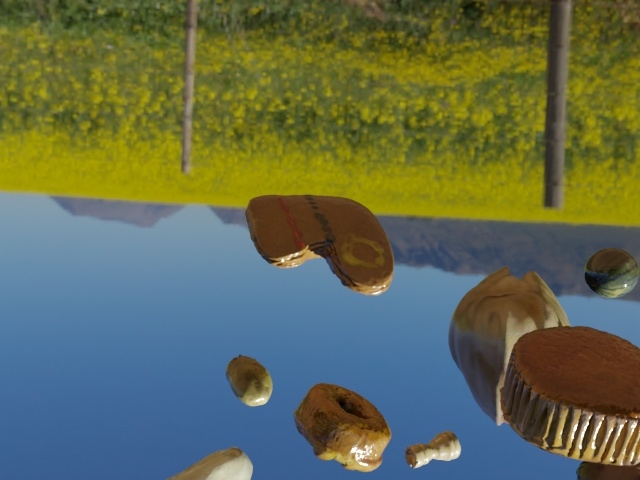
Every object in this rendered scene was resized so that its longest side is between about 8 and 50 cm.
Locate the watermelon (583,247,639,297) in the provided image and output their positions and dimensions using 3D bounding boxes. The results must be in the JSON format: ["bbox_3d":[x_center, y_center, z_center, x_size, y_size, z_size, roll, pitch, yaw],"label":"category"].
[{"bbox_3d":[0.614,0.063,1.759,0.133,0.105,0.105,-21,-165,-27],"label":"watermelon"}]

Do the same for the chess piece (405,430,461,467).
[{"bbox_3d":[0.256,0.483,1.938,0.122,0.066,0.066,-11,-170,-30],"label":"chess piece"}]

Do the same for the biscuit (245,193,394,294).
[{"bbox_3d":[0.000,-0.001,1.632,0.276,0.052,0.262,3,-140,-15],"label":"biscuit"}]

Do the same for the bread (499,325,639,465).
[{"bbox_3d":[0.326,0.183,1.047,0.199,0.104,0.199,4,-150,-2],"label":"bread"}]

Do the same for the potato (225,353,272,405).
[{"bbox_3d":[-0.145,0.282,1.721,0.091,0.070,0.138,20,-171,-29],"label":"potato"}]

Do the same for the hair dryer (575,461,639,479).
[{"bbox_3d":[0.578,0.389,1.234,0.340,0.123,0.312,22,162,-38],"label":"hair dryer"}]

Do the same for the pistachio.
[{"bbox_3d":[0.445,0.244,1.948,0.281,0.366,0.445,4,160,18],"label":"pistachio"}]

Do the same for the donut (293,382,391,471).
[{"bbox_3d":[0.048,0.409,1.863,0.226,0.114,0.226,27,-169,-6],"label":"donut"}]

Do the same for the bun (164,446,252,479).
[{"bbox_3d":[-0.201,0.438,1.484,0.183,0.102,0.183,-25,175,-3],"label":"bun"}]
